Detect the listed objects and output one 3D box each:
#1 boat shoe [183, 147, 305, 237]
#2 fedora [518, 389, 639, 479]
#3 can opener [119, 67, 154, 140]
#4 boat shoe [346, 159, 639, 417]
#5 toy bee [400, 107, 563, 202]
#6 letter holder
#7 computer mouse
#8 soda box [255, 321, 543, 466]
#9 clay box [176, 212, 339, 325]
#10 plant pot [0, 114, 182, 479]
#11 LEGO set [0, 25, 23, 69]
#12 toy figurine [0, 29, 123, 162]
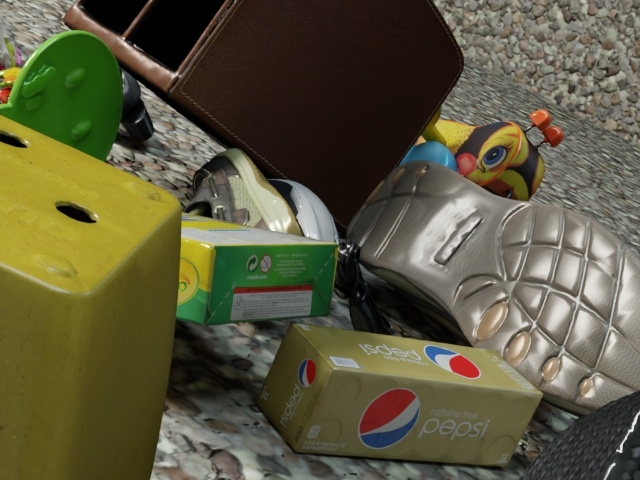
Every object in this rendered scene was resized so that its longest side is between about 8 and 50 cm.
[{"bbox_3d":[-0.072,-0.014,1.036,0.073,0.080,0.223,-18,23,-14],"label":"boat shoe"},{"bbox_3d":[0.164,0.162,0.562,0.334,0.334,0.152,12,-11,-35],"label":"fedora"},{"bbox_3d":[-0.214,-0.146,1.308,0.059,0.073,0.186,-25,32,-15],"label":"can opener"},{"bbox_3d":[0.162,0.046,1.044,0.130,0.132,0.355,44,-2,-38],"label":"boat shoe"},{"bbox_3d":[0.158,-0.065,1.343,0.298,0.162,0.195,41,-5,31],"label":"toy bee"},{"bbox_3d":[-0.031,-0.176,1.186,0.152,0.214,0.302,36,-1,36],"label":"letter holder"},{"bbox_3d":[0.000,0.000,1.061,0.193,0.042,0.106,50,-7,50],"label":"computer mouse"},{"bbox_3d":[0.054,0.102,0.876,0.181,0.061,0.058,11,20,-36],"label":"soda box"},{"bbox_3d":[-0.115,0.008,0.872,0.222,0.053,0.127,10,6,35],"label":"clay box"},{"bbox_3d":[-0.163,0.051,0.518,0.212,0.187,0.212,25,16,1],"label":"plant pot"},{"bbox_3d":[-0.345,-0.195,1.244,0.132,0.107,0.287,-9,18,12],"label":"LEGO set"},{"bbox_3d":[-0.268,-0.104,1.045,0.159,0.130,0.173,17,37,27],"label":"toy figurine"}]
